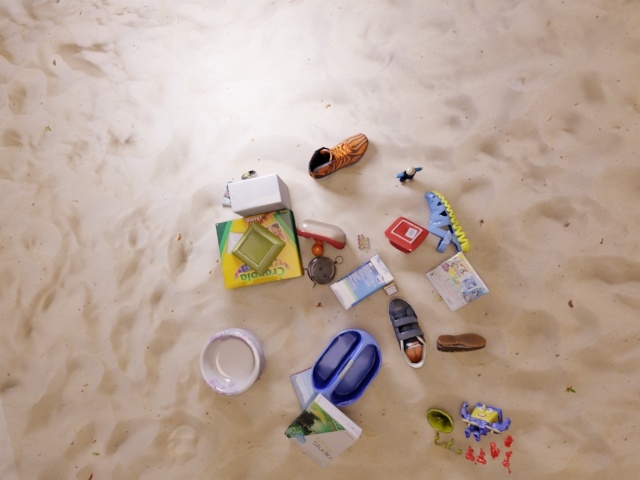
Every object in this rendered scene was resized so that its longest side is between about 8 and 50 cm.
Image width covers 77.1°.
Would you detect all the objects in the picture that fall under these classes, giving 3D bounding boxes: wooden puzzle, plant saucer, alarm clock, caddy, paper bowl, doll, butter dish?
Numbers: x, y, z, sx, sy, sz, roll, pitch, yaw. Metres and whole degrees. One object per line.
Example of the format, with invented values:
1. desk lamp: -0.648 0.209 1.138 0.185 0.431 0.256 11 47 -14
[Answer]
1. wooden puzzle: 0.200 0.010 1.870 0.049 0.006 0.083 -6 85 7
2. plant saucer: -0.285 0.033 1.803 0.188 0.045 0.188 36 91 7
3. alarm clock: 0.024 0.127 1.845 0.192 0.064 0.129 -31 93 -15
4. caddy: 0.111 0.544 1.740 0.241 0.179 0.341 37 86 6
5. paper bowl: -0.394 0.545 1.832 0.284 0.148 0.284 -1 85 6
6. doll: 0.393 -0.294 1.777 0.129 0.189 0.046 -19 84 6
7. butter dish: 0.377 -0.004 1.799 0.159 0.118 0.160 31 54 24

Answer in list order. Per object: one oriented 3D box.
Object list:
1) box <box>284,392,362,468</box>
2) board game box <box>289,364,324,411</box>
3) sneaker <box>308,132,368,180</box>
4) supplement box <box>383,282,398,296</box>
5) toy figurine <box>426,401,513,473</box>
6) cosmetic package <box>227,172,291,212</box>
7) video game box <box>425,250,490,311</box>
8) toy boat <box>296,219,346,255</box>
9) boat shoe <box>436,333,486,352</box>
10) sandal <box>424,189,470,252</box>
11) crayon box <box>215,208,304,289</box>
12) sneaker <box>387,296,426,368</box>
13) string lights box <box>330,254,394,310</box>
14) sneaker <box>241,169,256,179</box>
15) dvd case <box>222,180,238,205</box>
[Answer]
1. box: 0.004 0.824 1.725 0.232 0.058 0.322 38 123 9
2. board game box: -0.022 0.727 1.831 0.145 0.027 0.281 -23 83 6
3. sneaker: 0.082 -0.390 1.828 0.321 0.180 0.125 -37 82 3
4. supplement box: 0.314 0.220 1.800 0.055 0.083 0.043 -29 83 4
5. toy figurine: 0.665 0.780 1.694 0.362 0.217 0.191 -7 102 49
6. cosmetic package: -0.270 -0.195 1.835 0.224 0.224 0.138 -13 84 6
7. video game box: 0.597 0.179 1.754 0.187 0.048 0.205 -38 81 30
8. toy boat: 0.000 0.000 1.836 0.231 0.151 0.151 14 105 8
9. boat shoe: 0.614 0.454 1.757 0.206 0.073 0.073 0 123 10
10. sandal: 0.536 -0.072 1.780 0.138 0.126 0.317 -26 81 9
11. crayon box: -0.282 0.043 1.878 0.362 0.106 0.313 -11 84 6
12. sneaker: 0.387 0.402 1.758 0.126 0.127 0.321 -21 82 7
13. string lights box: 0.189 0.190 1.822 0.259 0.077 0.133 -34 83 4
14. sneaker: -0.352 -0.323 1.951 0.083 0.035 0.031 -26 82 4
15. dvd case: -0.432 -0.230 1.965 0.087 0.013 0.120 6 87 8
